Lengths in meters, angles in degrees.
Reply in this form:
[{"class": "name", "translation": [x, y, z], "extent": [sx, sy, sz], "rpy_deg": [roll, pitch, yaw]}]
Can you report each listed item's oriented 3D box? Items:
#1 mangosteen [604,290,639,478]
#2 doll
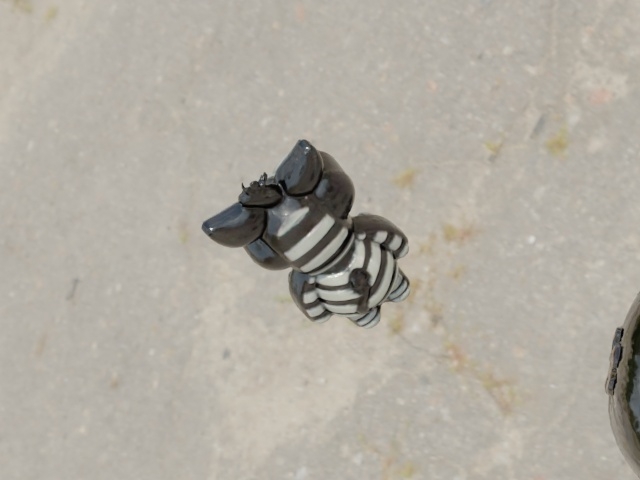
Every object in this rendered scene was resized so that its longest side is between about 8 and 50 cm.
[{"class": "mangosteen", "translation": [0.431, 0.146, 1.167], "extent": [0.302, 0.275, 0.275], "rpy_deg": [8, 78, 9]}, {"class": "doll", "translation": [0.000, 0.000, 0.807], "extent": [0.091, 0.219, 0.067], "rpy_deg": [-40, 57, 4]}]
